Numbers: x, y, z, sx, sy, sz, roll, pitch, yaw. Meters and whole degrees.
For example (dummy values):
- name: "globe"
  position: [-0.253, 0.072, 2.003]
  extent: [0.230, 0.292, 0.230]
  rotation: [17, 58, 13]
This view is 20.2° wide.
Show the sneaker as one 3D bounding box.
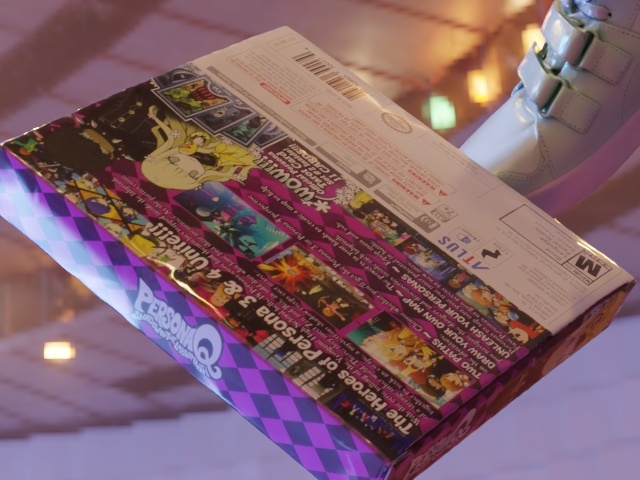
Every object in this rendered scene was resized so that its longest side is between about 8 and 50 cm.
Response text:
- name: "sneaker"
  position: [0.122, -0.121, 0.906]
  extent: [0.256, 0.094, 0.151]
  rotation: [-41, -67, 8]

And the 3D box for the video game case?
- name: "video game case"
  position: [0.000, 0.000, 0.831]
  extent: [0.210, 0.232, 0.042]
  rotation: [-30, -29, -47]
